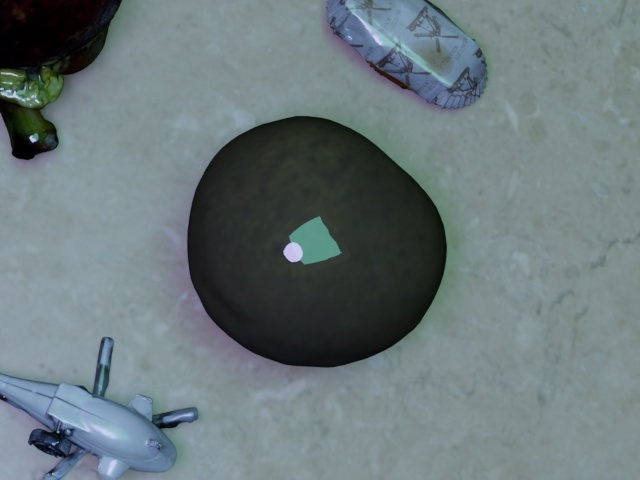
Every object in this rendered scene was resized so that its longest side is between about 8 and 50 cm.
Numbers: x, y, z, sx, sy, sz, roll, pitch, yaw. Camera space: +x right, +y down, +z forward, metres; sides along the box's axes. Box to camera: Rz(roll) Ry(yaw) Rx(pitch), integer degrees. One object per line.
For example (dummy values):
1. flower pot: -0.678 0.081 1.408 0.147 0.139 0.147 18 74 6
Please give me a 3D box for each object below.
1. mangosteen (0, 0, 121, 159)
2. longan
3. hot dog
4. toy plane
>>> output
1. mangosteen: -0.283 -0.213 1.397 0.231 0.231 0.289 -8 102 -15
2. longan: 0.000 0.000 1.421 0.248 0.248 0.248 3 79 -13
3. hot dog: 0.091 -0.207 1.567 0.192 0.053 0.099 33 75 -9
4. toy plane: -0.255 0.135 1.391 0.273 0.107 0.182 43 68 1
